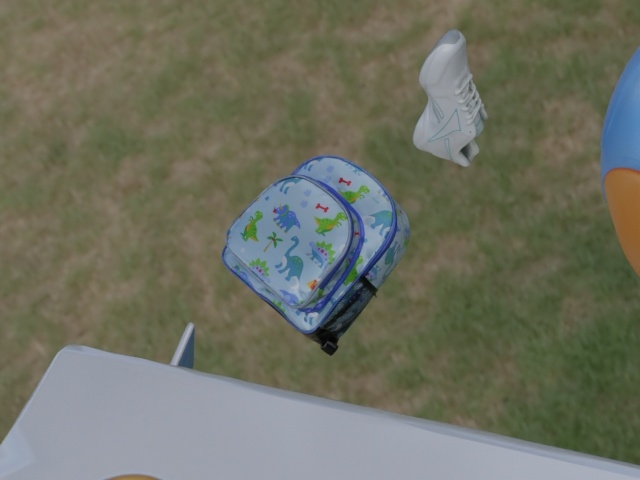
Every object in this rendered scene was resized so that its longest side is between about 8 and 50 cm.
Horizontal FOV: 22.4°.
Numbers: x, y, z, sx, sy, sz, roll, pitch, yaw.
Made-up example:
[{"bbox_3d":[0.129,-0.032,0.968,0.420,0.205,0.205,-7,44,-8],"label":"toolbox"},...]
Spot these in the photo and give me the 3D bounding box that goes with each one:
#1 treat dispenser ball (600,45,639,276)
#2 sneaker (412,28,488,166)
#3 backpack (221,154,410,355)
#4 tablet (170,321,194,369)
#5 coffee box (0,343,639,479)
[{"bbox_3d":[0.353,-0.059,1.202,0.288,0.288,0.288,-17,40,15],"label":"treat dispenser ball"},{"bbox_3d":[0.121,-0.125,1.424,0.061,0.152,0.054,32,61,22],"label":"sneaker"},{"bbox_3d":[0.000,0.000,1.115,0.105,0.084,0.114,41,89,24],"label":"backpack"},{"bbox_3d":[-0.085,0.090,0.878,0.006,0.054,0.083,18,60,6],"label":"tablet"},{"bbox_3d":[0.033,0.286,0.509,0.334,0.338,0.337,10,56,29],"label":"coffee box"}]
